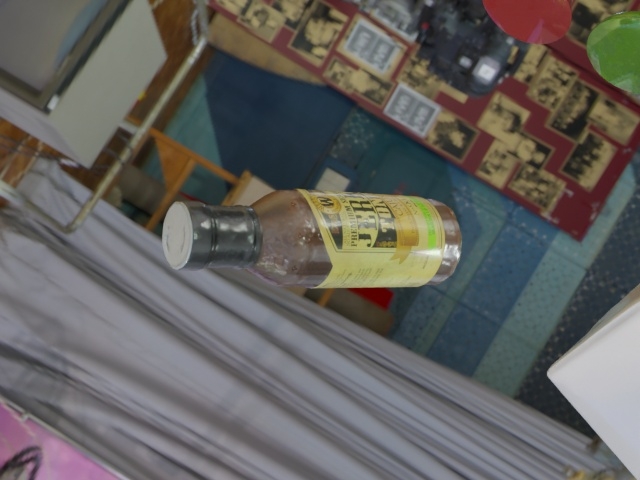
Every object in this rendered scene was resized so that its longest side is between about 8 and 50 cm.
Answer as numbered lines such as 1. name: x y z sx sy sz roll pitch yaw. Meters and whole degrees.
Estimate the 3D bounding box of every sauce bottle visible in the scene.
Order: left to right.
1. sauce bottle: 0.000 0.000 0.919 0.345 0.111 0.111 0 131 -36

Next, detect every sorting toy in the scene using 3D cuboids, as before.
1. sorting toy: 0.390 -0.275 1.034 0.126 0.366 0.127 -57 168 -21

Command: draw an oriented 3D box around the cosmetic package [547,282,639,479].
1. cosmetic package: 0.455 0.209 0.751 0.230 0.453 0.161 -30 164 -37
